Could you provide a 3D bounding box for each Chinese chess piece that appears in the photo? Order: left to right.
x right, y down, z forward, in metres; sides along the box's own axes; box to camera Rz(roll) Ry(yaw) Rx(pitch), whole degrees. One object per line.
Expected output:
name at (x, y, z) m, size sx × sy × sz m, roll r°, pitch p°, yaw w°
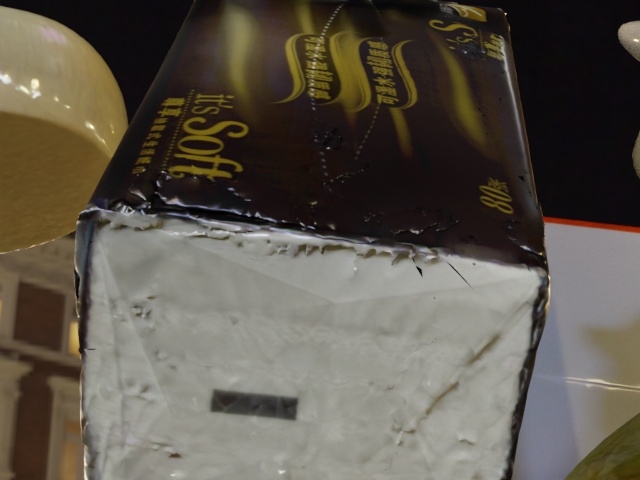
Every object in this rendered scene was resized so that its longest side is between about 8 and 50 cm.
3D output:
Chinese chess piece at (-0.288, -0.081, 1.074) m, size 0.273 × 0.102 × 0.273 m, roll -8°, pitch -25°, yaw -4°

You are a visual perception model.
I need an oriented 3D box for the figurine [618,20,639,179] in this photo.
figurine at (0.252, -0.101, 0.593) m, size 0.177 × 0.173 × 0.247 m, roll 34°, pitch -67°, yaw -9°

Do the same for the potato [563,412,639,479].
potato at (0.231, 0.137, 0.525) m, size 0.270 × 0.359 × 0.219 m, roll 2°, pitch -65°, yaw 38°

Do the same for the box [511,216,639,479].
box at (0.215, 0.184, 0.905) m, size 0.349 × 0.318 × 0.256 m, roll 6°, pitch -45°, yaw 18°

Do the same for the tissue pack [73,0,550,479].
tissue pack at (0.000, 0.000, 0.729) m, size 0.210 × 0.370 × 0.198 m, roll 10°, pitch -63°, yaw -2°
